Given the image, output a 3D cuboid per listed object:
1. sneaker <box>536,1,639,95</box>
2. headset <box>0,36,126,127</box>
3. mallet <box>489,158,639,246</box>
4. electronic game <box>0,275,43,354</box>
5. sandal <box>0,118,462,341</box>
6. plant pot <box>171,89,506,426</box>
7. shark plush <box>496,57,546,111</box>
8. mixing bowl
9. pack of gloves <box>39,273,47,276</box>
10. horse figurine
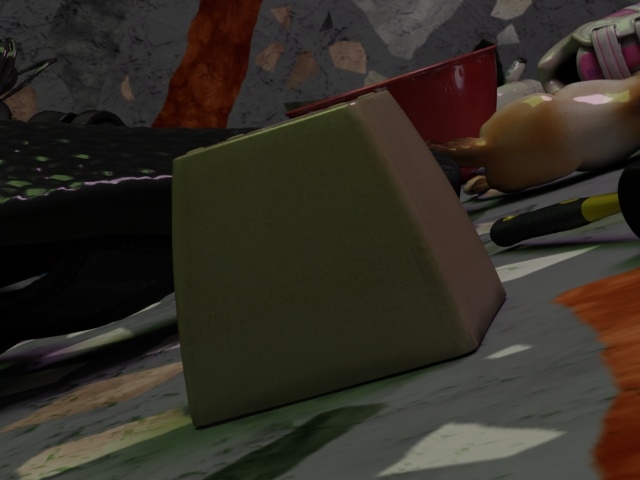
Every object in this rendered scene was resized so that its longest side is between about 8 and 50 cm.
[{"bbox_3d":[0.308,-0.177,1.564,0.111,0.103,0.252,-26,2,-36],"label":"sneaker"},{"bbox_3d":[-0.287,-0.047,1.453,0.243,0.185,0.394,14,-28,-3],"label":"headset"},{"bbox_3d":[0.134,-0.018,0.725,0.062,0.039,0.190,-21,1,-15],"label":"mallet"},{"bbox_3d":[-0.266,0.077,0.999,0.229,0.048,0.229,-22,11,4],"label":"electronic game"},{"bbox_3d":[-0.132,-0.001,0.906,0.446,0.107,0.167,0,17,-18],"label":"sandal"},{"bbox_3d":[0.000,0.000,0.620,0.109,0.096,0.109,-17,6,15],"label":"plant pot"},{"bbox_3d":[0.203,-0.136,1.876,0.161,0.073,0.067,-40,-9,-15],"label":"shark plush"},{"bbox_3d":[0.072,-0.087,1.326,0.181,0.098,0.181,-19,4,1],"label":"mixing bowl"},{"bbox_3d":[-0.209,0.051,1.255,0.232,0.046,0.195,-18,-8,-22],"label":"pack of gloves"},{"bbox_3d":[0.173,-0.077,1.065,0.263,0.066,0.174,-15,-1,3],"label":"horse figurine"}]
